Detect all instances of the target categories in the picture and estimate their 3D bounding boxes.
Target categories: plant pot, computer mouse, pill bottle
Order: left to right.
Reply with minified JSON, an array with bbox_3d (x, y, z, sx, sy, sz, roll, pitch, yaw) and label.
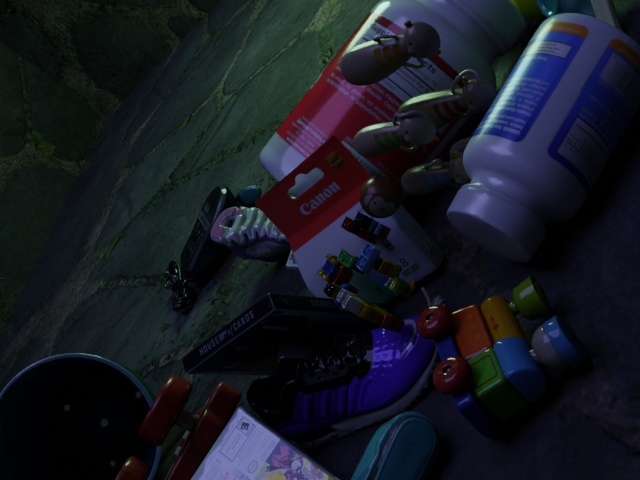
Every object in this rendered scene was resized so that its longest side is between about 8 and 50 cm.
[{"bbox_3d":[-0.383,0.319,1.543,0.272,0.271,0.255,-55,-2,-4],"label":"plant pot"},{"bbox_3d":[-0.238,0.012,1.940,0.272,0.072,0.188,-61,24,14],"label":"computer mouse"},{"bbox_3d":[0.114,-0.212,1.387,0.408,0.229,0.229,-51,24,5],"label":"pill bottle"},{"bbox_3d":[0.263,-0.116,1.083,0.272,0.152,0.152,-58,24,-9],"label":"pill bottle"}]

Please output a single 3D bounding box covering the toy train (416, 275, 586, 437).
[{"bbox_3d":[0.190,0.086,1.016,0.143,0.105,0.248,-35,31,16],"label":"toy train"}]

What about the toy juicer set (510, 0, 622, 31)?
[{"bbox_3d":[0.340,-0.381,1.251,0.089,0.209,0.329,-21,26,-6],"label":"toy juicer set"}]

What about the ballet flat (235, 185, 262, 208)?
[{"bbox_3d":[-0.164,-0.088,1.964,0.114,0.041,0.041,-37,29,31],"label":"ballet flat"}]

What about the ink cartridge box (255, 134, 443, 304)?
[{"bbox_3d":[0.030,-0.007,1.273,0.181,0.225,0.056,-37,12,33],"label":"ink cartridge box"}]

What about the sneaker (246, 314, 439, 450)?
[{"bbox_3d":[0.015,0.167,1.162,0.293,0.146,0.102,-38,29,33],"label":"sneaker"}]

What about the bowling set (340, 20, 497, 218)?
[{"bbox_3d":[0.144,-0.117,1.163,0.154,0.287,0.200,-12,55,50],"label":"bowling set"}]

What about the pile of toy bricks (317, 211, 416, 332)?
[{"bbox_3d":[0.075,0.044,1.153,0.118,0.105,0.212,-62,14,4],"label":"pile of toy bricks"}]

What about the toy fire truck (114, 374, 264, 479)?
[{"bbox_3d":[-0.201,0.348,1.339,0.302,0.169,0.254,-64,1,-21],"label":"toy fire truck"}]

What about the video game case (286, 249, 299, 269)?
[{"bbox_3d":[0.000,0.000,1.519,0.087,0.011,0.122,4,53,19],"label":"video game case"}]

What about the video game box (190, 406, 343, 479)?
[{"bbox_3d":[-0.085,0.340,1.137,0.187,0.048,0.205,29,82,37],"label":"video game box"}]

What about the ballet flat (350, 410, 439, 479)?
[{"bbox_3d":[0.055,0.303,1.015,0.247,0.083,0.087,-59,0,-13],"label":"ballet flat"}]

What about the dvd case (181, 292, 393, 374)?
[{"bbox_3d":[-0.039,0.130,1.227,0.179,0.238,0.030,-37,61,31],"label":"dvd case"}]

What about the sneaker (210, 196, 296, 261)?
[{"bbox_3d":[-0.077,-0.009,1.642,0.236,0.104,0.095,-4,47,32],"label":"sneaker"}]
